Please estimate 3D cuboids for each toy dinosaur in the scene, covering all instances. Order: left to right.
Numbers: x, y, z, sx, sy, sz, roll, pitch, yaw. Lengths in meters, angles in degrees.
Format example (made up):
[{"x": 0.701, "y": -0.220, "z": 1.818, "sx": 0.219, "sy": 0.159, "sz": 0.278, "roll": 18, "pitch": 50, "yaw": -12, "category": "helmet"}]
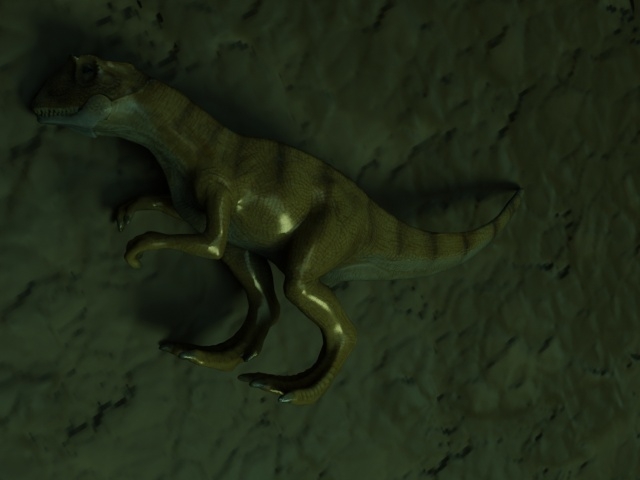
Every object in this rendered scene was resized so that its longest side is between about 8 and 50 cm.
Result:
[{"x": 0.000, "y": 0.000, "z": 0.351, "sx": 0.211, "sy": 0.064, "sz": 0.112, "roll": 21, "pitch": 85, "yaw": -29, "category": "toy dinosaur"}]
